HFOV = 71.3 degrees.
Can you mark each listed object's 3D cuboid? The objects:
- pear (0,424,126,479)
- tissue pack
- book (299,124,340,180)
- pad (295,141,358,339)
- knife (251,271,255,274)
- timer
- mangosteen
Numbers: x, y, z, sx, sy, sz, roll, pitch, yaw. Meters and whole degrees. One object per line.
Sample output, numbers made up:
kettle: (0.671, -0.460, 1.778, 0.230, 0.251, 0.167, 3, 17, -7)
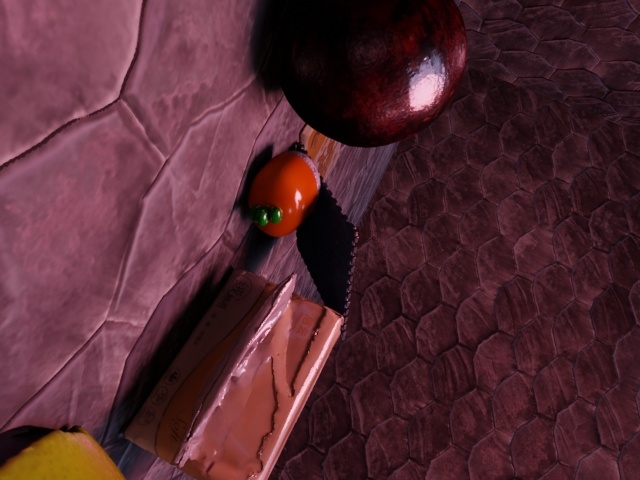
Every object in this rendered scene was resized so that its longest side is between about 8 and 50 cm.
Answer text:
pear: (-0.276, 0.371, 0.358, 0.399, 0.165, 0.399, -62, 171, -18)
tissue pack: (-0.120, 0.202, 0.681, 0.305, 0.238, 0.238, -59, 170, -28)
book: (0.007, -0.202, 0.956, 0.295, 0.020, 0.208, 98, 19, -64)
pad: (0.000, 0.000, 0.789, 0.270, 0.012, 0.269, -118, -158, -45)
knife: (-0.132, 0.084, 0.891, 0.121, 0.018, 0.031, 80, 2, -78)
timer: (-0.059, -0.062, 0.675, 0.136, 0.099, 0.136, 13, 90, -77)
mangosteen: (0.053, -0.244, 0.531, 0.228, 0.228, 0.265, -57, 139, -43)
